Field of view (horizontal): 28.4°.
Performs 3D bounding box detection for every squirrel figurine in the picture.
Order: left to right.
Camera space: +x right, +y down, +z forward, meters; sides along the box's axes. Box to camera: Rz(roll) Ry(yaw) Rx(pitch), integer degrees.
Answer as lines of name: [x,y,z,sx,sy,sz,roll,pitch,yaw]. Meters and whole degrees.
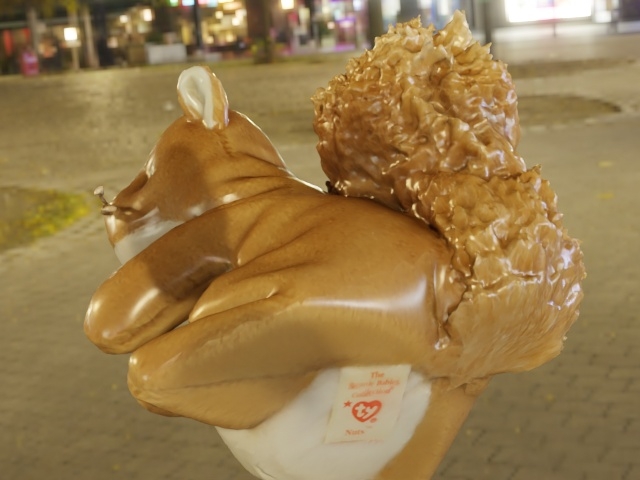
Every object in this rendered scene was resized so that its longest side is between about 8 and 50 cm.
squirrel figurine: [0.000,0.000,1.031,0.397,0.281,0.370,-33,40,2]
